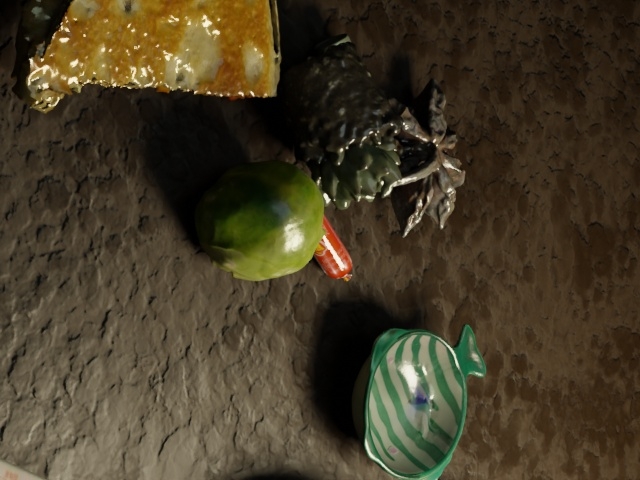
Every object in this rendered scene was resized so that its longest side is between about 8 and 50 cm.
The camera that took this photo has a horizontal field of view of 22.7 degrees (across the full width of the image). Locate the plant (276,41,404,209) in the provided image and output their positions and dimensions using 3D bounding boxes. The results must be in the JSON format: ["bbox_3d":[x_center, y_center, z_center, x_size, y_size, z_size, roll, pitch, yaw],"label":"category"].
[{"bbox_3d":[0.027,-0.137,1.965,0.129,0.132,0.195,-23,92,-8],"label":"plant"}]

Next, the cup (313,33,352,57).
[{"bbox_3d":[0.035,-0.222,2.050,0.075,0.054,0.083,-37,112,-37],"label":"cup"}]

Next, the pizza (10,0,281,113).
[{"bbox_3d":[-0.217,-0.292,1.762,0.406,0.130,0.440,-41,127,-36],"label":"pizza"}]

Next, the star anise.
[{"bbox_3d":[0.120,-0.106,2.108,0.209,0.089,0.231,50,46,-23],"label":"star anise"}]

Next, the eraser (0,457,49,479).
[{"bbox_3d":[-0.329,0.272,1.633,0.352,0.061,0.089,46,54,-59],"label":"eraser"}]

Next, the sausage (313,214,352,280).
[{"bbox_3d":[0.000,0.000,2.023,0.145,0.050,0.048,58,18,-33],"label":"sausage"}]

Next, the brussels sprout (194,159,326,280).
[{"bbox_3d":[-0.064,-0.025,1.889,0.149,0.122,0.151,42,74,-10],"label":"brussels sprout"}]

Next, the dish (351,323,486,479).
[{"bbox_3d":[0.111,0.205,2.103,0.246,0.078,0.224,-37,115,-37],"label":"dish"}]
